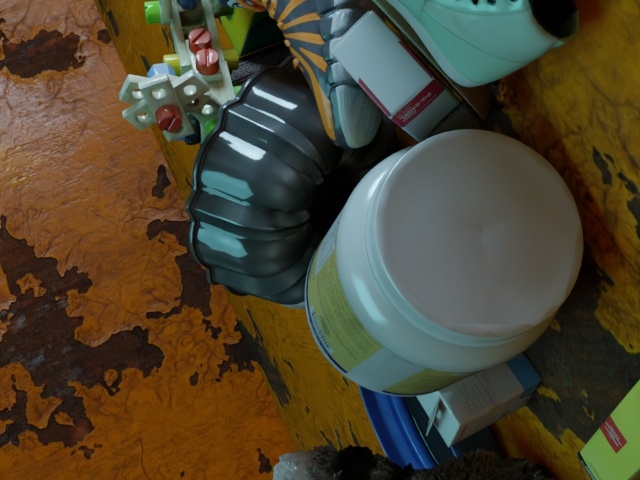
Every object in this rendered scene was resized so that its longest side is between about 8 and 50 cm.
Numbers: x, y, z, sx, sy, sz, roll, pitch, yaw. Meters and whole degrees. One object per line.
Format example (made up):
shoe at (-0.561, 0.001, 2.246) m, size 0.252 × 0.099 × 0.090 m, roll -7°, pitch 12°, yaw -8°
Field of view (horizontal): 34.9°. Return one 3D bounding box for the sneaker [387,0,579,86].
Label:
sneaker at (0.107, -0.243, 0.837) m, size 0.256 × 0.094 × 0.151 m, roll 41°, pitch 153°, yaw -22°

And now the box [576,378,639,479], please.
box at (0.316, 0.171, 0.954) m, size 0.058 × 0.087 × 0.232 m, roll 59°, pitch 164°, yaw 24°

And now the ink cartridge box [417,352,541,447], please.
ink cartridge box at (0.189, 0.189, 1.292) m, size 0.090 × 0.143 × 0.092 m, roll 58°, pitch 163°, yaw 24°

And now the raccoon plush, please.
raccoon plush at (0.149, 0.429, 1.280) m, size 0.299 × 0.446 × 0.216 m, roll -89°, pitch 0°, yaw -70°

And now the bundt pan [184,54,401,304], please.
bundt pan at (-0.010, -0.060, 1.298) m, size 0.124 × 0.331 × 0.331 m, roll 25°, pitch 142°, yaw 33°

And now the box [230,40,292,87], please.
box at (-0.054, -0.178, 1.495) m, size 0.203 × 0.167 × 0.169 m, roll 39°, pitch 150°, yaw 58°

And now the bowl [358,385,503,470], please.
bowl at (0.181, 0.320, 1.651) m, size 0.391 × 0.077 × 0.391 m, roll 57°, pitch 162°, yaw 29°

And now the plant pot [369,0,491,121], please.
plant pot at (0.095, -0.216, 1.023) m, size 0.236 × 0.032 × 0.236 m, roll 44°, pitch -169°, yaw -11°

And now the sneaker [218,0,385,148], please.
sneaker at (-0.028, -0.258, 1.176) m, size 0.124 × 0.180 × 0.321 m, roll -8°, pitch -89°, yaw -62°

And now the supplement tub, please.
supplement tub at (0.121, 0.034, 1.097) m, size 0.241 × 0.241 × 0.331 m, roll 63°, pitch 164°, yaw 9°

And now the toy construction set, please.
toy construction set at (-0.158, -0.244, 1.275) m, size 0.215 × 0.151 × 0.328 m, roll 100°, pitch 172°, yaw -55°

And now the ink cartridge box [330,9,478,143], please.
ink cartridge box at (0.091, -0.161, 1.069) m, size 0.109 × 0.063 × 0.150 m, roll 52°, pitch -168°, yaw 26°

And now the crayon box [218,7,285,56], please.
crayon box at (-0.128, -0.480, 1.397) m, size 0.363 × 0.106 × 0.313 m, roll 64°, pitch 163°, yaw 4°

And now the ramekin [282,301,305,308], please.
ramekin at (0.000, 0.000, 1.533) m, size 0.109 × 0.207 × 0.207 m, roll -3°, pitch 112°, yaw 51°
